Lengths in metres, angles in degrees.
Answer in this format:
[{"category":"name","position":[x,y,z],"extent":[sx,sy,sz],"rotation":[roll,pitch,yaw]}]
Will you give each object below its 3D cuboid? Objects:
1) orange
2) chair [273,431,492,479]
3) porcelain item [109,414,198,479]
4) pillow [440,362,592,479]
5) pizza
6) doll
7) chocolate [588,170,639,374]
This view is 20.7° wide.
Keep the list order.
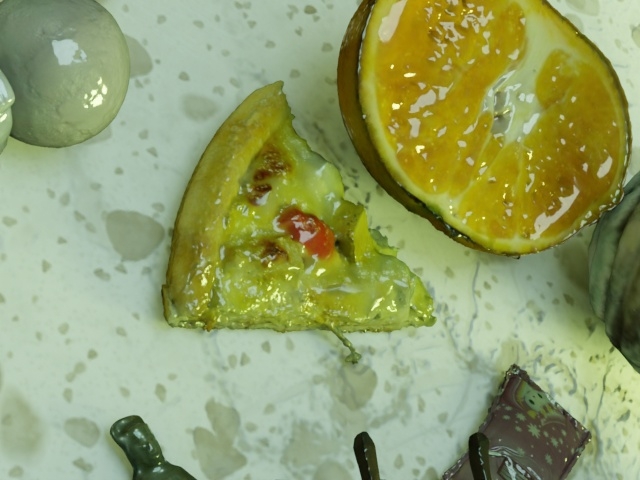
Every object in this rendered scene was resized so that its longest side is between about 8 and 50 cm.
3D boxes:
[{"category":"orange","position":[0.150,-0.137,1.720],"extent":[0.310,0.274,0.274],"rotation":[43,41,-57]},{"category":"chair","position":[0.073,0.340,1.492],"extent":[0.160,0.186,0.319],"rotation":[5,64,-36]},{"category":"porcelain item","position":[-0.113,0.243,1.495],"extent":[0.081,0.069,0.216],"rotation":[-22,77,-33]},{"category":"pillow","position":[0.190,0.217,1.710],"extent":[0.118,0.043,0.185],"rotation":[41,49,-2]},{"category":"pizza","position":[0.000,0.000,1.667],"extent":[0.287,0.075,0.280],"rotation":[24,58,-21]},{"category":"doll","position":[-0.295,-0.115,1.494],"extent":[0.287,0.151,0.151],"rotation":[-32,88,-35]},{"category":"chocolate","position":[0.384,0.041,1.805],"extent":[0.303,0.213,0.303],"rotation":[-3,90,-74]}]
